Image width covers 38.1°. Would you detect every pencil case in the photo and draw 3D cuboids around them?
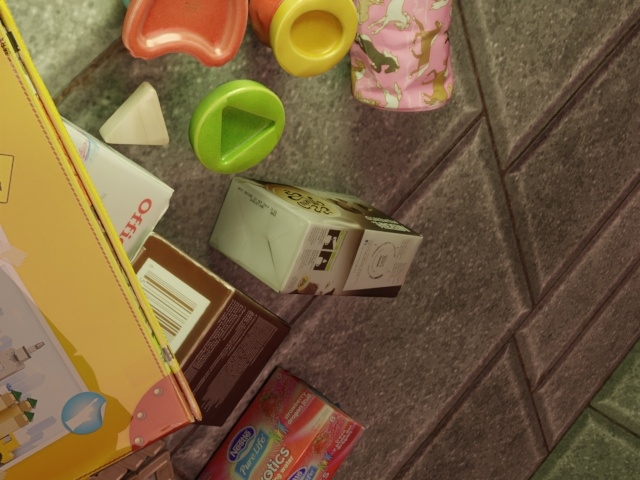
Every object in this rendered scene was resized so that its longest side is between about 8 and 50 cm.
[{"bbox_3d":[0.127,-0.374,1.321,0.160,0.167,0.386,-66,163,-53],"label":"pencil case"}]

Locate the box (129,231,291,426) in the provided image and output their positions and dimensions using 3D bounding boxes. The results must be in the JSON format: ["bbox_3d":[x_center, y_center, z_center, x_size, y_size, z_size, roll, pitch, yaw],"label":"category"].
[{"bbox_3d":[-0.174,0.134,1.251,0.191,0.143,0.381,-55,164,-6],"label":"box"}]

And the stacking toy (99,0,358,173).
[{"bbox_3d":[-0.141,-0.243,1.164,0.309,0.130,0.279,9,121,-43],"label":"stacking toy"}]

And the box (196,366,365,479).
[{"bbox_3d":[-0.083,0.399,1.648,0.300,0.154,0.142,-53,144,-4],"label":"box"}]

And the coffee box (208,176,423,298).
[{"bbox_3d":[0.000,0.000,1.435,0.297,0.168,0.119,6,111,-51],"label":"coffee box"}]

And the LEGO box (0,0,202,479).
[{"bbox_3d":[-0.377,0.012,0.782,0.372,0.193,0.500,-27,117,-14],"label":"LEGO box"}]

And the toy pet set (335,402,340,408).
[{"bbox_3d":[-0.003,0.361,1.787,0.122,0.065,0.114,14,105,-53],"label":"toy pet set"}]

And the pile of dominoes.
[{"bbox_3d":[-0.329,0.378,1.353,0.251,0.040,0.196,-35,147,-30],"label":"pile of dominoes"}]

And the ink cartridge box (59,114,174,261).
[{"bbox_3d":[-0.347,-0.043,1.024,0.226,0.131,0.306,-55,146,-1],"label":"ink cartridge box"}]
